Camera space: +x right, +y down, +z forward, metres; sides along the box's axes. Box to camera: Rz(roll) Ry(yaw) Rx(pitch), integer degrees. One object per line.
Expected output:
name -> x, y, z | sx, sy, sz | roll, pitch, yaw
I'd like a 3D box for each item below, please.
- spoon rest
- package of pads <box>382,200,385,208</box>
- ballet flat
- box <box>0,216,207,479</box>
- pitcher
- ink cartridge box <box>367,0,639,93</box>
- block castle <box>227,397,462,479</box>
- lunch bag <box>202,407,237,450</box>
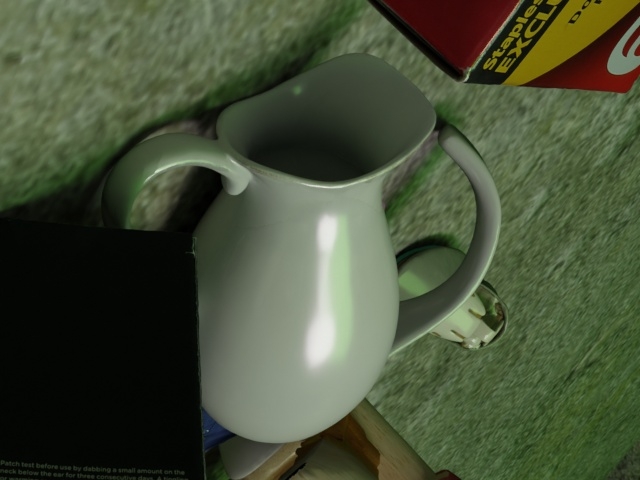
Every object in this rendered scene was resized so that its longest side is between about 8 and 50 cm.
spoon rest -> 0.028, 0.054, 1.083 | 0.276, 0.084, 0.137 | -51, -176, 10
package of pads -> 0.000, 0.000, 1.019 | 0.083, 0.032, 0.050 | -51, 158, 14
ballet flat -> 0.108, 0.051, 1.291 | 0.072, 0.068, 0.213 | -48, 161, 7
box -> -0.126, 0.142, 0.790 | 0.103, 0.184, 0.261 | 7, 140, -12
pitcher -> -0.037, 0.015, 0.871 | 0.177, 0.125, 0.207 | -12, 136, -24
ink cartridge box -> 0.135, -0.222, 0.703 | 0.309, 0.130, 0.272 | -54, 158, 23
block castle -> -0.071, 0.325, 1.100 | 0.453, 0.213, 0.303 | -43, -179, 5
lunch bag -> -0.070, 0.089, 0.997 | 0.098, 0.067, 0.065 | -18, 146, -49
